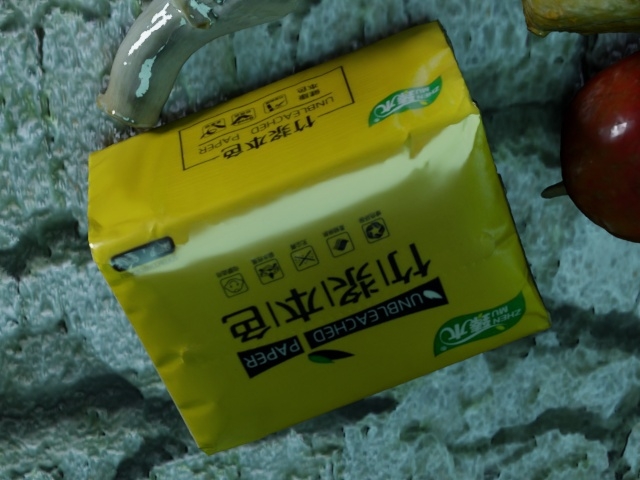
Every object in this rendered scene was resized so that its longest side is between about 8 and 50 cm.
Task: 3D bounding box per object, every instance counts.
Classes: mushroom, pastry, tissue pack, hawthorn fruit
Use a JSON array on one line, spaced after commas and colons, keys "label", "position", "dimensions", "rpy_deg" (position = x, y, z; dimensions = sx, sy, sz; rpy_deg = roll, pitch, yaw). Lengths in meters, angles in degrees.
[{"label": "mushroom", "position": [-0.112, -0.209, 1.332], "dimensions": [0.278, 0.099, 0.096], "rpy_deg": [-38, 109, 20]}, {"label": "pastry", "position": [0.293, -0.251, 1.277], "dimensions": [0.235, 0.257, 0.121], "rpy_deg": [-3, 94, 9]}, {"label": "tissue pack", "position": [0.000, 0.000, 1.386], "dimensions": [0.382, 0.228, 0.293], "rpy_deg": [-21, 124, 4]}, {"label": "hawthorn fruit", "position": [0.334, -0.088, 1.398], "dimensions": [0.249, 0.215, 0.215], "rpy_deg": [-31, 121, 23]}]
